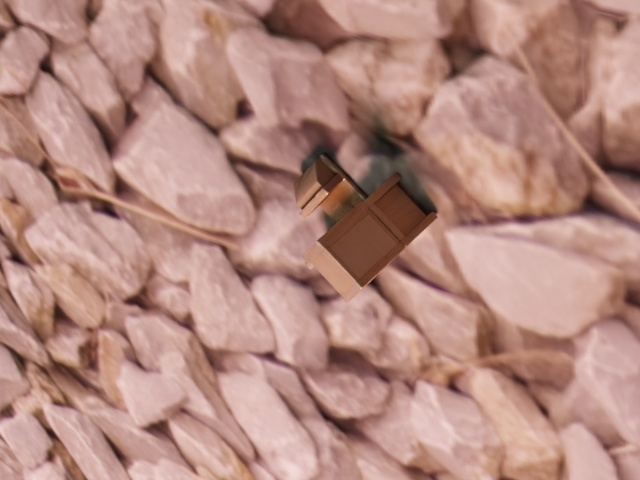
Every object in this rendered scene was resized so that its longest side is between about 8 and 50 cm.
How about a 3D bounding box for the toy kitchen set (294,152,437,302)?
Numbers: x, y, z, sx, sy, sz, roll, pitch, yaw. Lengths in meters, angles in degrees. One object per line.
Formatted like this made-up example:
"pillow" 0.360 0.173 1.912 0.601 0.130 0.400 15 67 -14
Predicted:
"toy kitchen set" 0.000 0.000 0.905 0.068 0.075 0.083 46 139 3
